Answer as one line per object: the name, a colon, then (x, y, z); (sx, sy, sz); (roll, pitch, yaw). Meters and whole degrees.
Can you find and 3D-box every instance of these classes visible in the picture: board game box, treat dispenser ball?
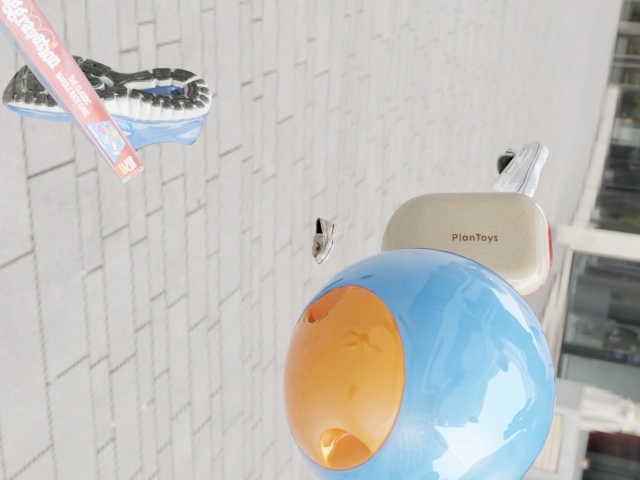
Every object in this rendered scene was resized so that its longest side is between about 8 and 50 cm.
board game box: (-0.218, -0.155, 0.640); (0.027, 0.145, 0.281); (-38, 161, -9)
treat dispenser ball: (0.103, 0.152, 0.926); (0.288, 0.288, 0.288); (9, 90, -71)

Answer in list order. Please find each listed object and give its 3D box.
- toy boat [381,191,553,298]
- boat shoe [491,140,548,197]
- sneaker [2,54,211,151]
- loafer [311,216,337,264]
toy boat: (0.201, 0.018, 1.213); (0.151, 0.231, 0.150); (70, 22, -70)
boat shoe: (0.354, -0.136, 1.554); (0.083, 0.076, 0.226); (-61, 178, 28)
sneaker: (-0.349, -0.204, 1.420); (0.147, 0.330, 0.129); (105, -12, -50)
loafer: (0.000, 0.000, 1.515); (0.045, 0.039, 0.125); (-47, -167, 26)
